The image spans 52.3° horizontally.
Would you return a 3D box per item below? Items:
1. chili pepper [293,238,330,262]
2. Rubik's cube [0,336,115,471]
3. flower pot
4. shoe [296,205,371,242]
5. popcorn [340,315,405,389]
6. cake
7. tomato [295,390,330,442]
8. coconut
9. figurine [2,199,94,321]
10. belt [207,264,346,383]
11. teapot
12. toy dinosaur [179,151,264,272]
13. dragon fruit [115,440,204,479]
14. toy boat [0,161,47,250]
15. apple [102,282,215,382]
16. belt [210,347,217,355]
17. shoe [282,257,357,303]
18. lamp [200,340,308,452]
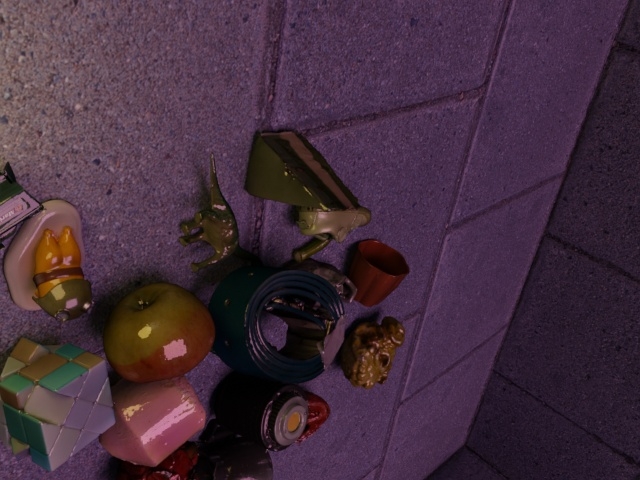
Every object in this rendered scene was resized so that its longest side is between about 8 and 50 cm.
[{"bbox_3d":[0.000,0.000,1.969,0.202,0.050,0.052,-41,180,-26],"label":"chili pepper"},{"bbox_3d":[-0.577,0.342,1.394,0.224,0.213,0.265,-34,131,-53],"label":"Rubik's cube"},{"bbox_3d":[0.176,0.117,2.183,0.191,0.190,0.173,-12,140,-46],"label":"flower pot"},{"bbox_3d":[0.026,-0.061,1.879,0.262,0.140,0.128,11,99,-49],"label":"shoe"},{"bbox_3d":[0.180,0.410,2.420,0.225,0.174,0.285,19,101,-48],"label":"popcorn"},{"bbox_3d":[-0.049,-0.117,1.617,0.158,0.283,0.172,-13,144,-45],"label":"cake"},{"bbox_3d":[-0.083,0.623,2.333,0.228,0.101,0.227,-25,137,-26],"label":"tomato"},{"bbox_3d":[-0.437,0.438,1.631,0.245,0.233,0.233,-31,139,-23],"label":"coconut"},{"bbox_3d":[-0.514,0.060,1.286,0.167,0.141,0.249,-13,127,-44],"label":"figurine"},{"bbox_3d":[-0.107,0.225,1.754,0.437,0.173,0.300,21,78,-48],"label":"belt"},{"bbox_3d":[-0.345,0.741,2.062,0.285,0.305,0.223,13,70,-48],"label":"teapot"},{"bbox_3d":[-0.207,-0.037,1.642,0.301,0.087,0.447,-19,138,-41],"label":"toy dinosaur"},{"bbox_3d":[-0.443,0.651,1.818,0.293,0.234,0.233,-24,136,-59],"label":"dragon fruit"},{"bbox_3d":[-0.624,0.000,1.122,0.296,0.114,0.122,-42,135,-22],"label":"toy boat"},{"bbox_3d":[-0.370,0.211,1.506,0.261,0.261,0.193,-31,122,-33],"label":"apple"},{"bbox_3d":[-0.292,0.271,1.755,0.079,0.121,0.151,-54,147,-6],"label":"belt"},{"bbox_3d":[0.008,0.135,1.995,0.293,0.149,0.109,8,113,-54],"label":"shoe"},{"bbox_3d":[-0.175,0.519,1.971,0.205,0.272,0.374,-1,118,-49],"label":"lamp"}]
